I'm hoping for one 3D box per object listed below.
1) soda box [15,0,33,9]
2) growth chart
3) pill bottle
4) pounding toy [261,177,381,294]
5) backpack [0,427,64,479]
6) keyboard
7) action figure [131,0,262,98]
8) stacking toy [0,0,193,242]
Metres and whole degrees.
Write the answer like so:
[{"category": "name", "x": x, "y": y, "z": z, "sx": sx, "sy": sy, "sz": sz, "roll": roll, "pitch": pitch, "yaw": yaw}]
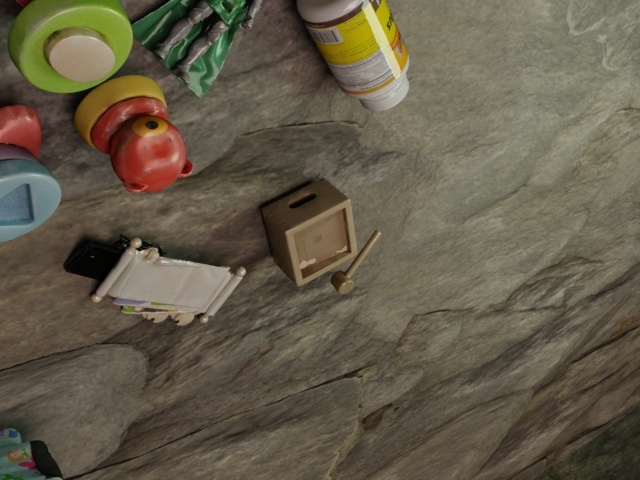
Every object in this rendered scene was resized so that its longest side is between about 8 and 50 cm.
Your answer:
[{"category": "soda box", "x": -0.335, "y": -0.331, "z": 0.690, "sx": 0.083, "sy": 0.092, "sz": 0.263, "roll": -42, "pitch": 138, "yaw": -5}, {"category": "growth chart", "x": -0.236, "y": 0.075, "z": 1.091, "sx": 0.237, "sy": 0.021, "sz": 0.172, "roll": 17, "pitch": 130, "yaw": -45}, {"category": "pill bottle", "x": 0.059, "y": -0.293, "z": 1.023, "sx": 0.117, "sy": 0.117, "sz": 0.215, "roll": -43, "pitch": 138, "yaw": -5}, {"category": "pounding toy", "x": 0.009, "y": 0.000, "z": 1.216, "sx": 0.181, "sy": 0.094, "sz": 0.206, "roll": -28, "pitch": 135, "yaw": -20}, {"category": "backpack", "x": -0.521, "y": 0.413, "z": 1.015, "sx": 0.253, "sy": 0.191, "sz": 0.225, "roll": -14, "pitch": 126, "yaw": -41}, {"category": "keyboard", "x": -0.283, "y": 0.030, "z": 1.056, "sx": 0.100, "sy": 0.038, "sz": 0.192, "roll": -38, "pitch": 144, "yaw": 25}, {"category": "action figure", "x": -0.124, "y": -0.314, "z": 0.905, "sx": 0.232, "sy": 0.063, "sz": 0.137, "roll": -51, "pitch": 135, "yaw": -2}, {"category": "stacking toy", "x": -0.299, "y": -0.115, "z": 0.778, "sx": 0.309, "sy": 0.130, "sz": 0.279, "roll": -28, "pitch": 161, "yaw": -19}]
